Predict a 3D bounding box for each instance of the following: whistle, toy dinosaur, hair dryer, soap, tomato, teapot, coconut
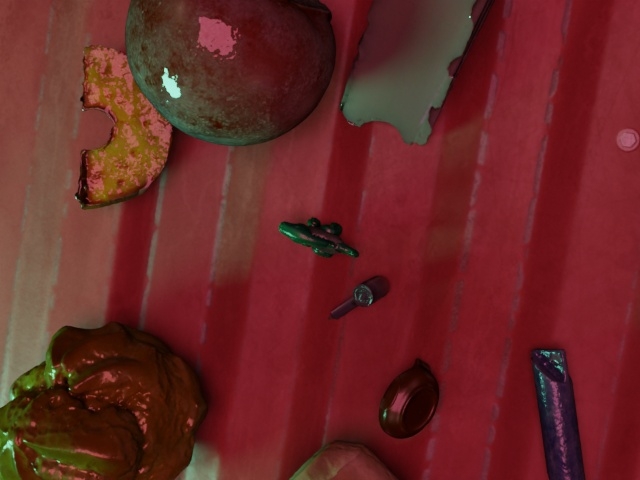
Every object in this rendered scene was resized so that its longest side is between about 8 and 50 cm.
[{"bbox_3d":[0.380,0.319,1.673,0.062,0.062,0.304,-8,93,8],"label":"whistle"},{"bbox_3d":[0.000,0.000,1.681,0.132,0.096,0.059,21,98,8],"label":"toy dinosaur"},{"bbox_3d":[0.054,0.099,1.709,0.114,0.063,0.037,-36,83,31],"label":"hair dryer"},{"bbox_3d":[0.139,-0.289,1.558,0.158,0.258,0.302,24,98,4],"label":"soap"},{"bbox_3d":[-0.130,-0.293,1.568,0.316,0.316,0.282,44,114,2],"label":"tomato"},{"bbox_3d":[0.137,0.251,1.699,0.098,0.078,0.129,29,88,-36],"label":"teapot"},{"bbox_3d":[0.044,0.434,1.661,0.202,0.202,0.222,-43,86,9],"label":"coconut"}]

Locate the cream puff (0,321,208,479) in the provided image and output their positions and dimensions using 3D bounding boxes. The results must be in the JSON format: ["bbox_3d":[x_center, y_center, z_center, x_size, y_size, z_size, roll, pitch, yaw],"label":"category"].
[{"bbox_3d":[-0.349,0.266,1.668,0.323,0.270,0.275,7,91,6],"label":"cream puff"}]

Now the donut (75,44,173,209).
[{"bbox_3d":[-0.301,-0.173,1.705,0.152,0.101,0.259,5,94,7],"label":"donut"}]
